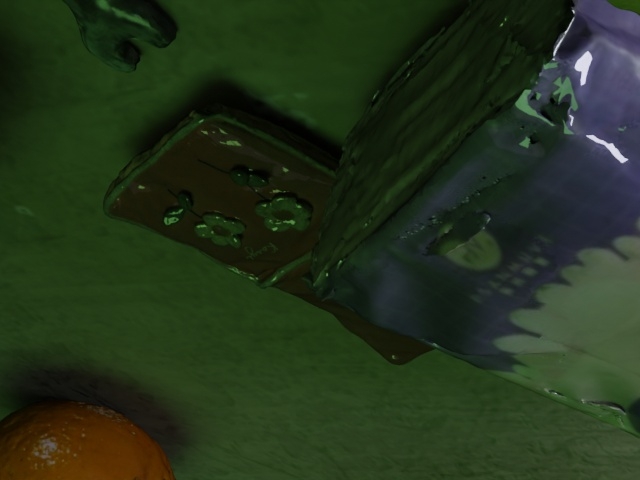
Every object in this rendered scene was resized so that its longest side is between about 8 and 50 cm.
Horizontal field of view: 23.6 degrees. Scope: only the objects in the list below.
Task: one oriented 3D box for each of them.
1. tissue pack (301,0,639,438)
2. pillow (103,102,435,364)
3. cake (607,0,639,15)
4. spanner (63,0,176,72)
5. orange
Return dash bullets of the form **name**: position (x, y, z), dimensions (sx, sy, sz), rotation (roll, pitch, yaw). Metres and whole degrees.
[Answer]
- **tissue pack**: position (0.196, 0.005, 0.709), dimensions (0.343, 0.125, 0.242), rotation (23, 147, -15)
- **pillow**: position (0.000, 0.000, 0.873), dimensions (0.232, 0.043, 0.126), rotation (30, 146, -22)
- **cake**: position (0.176, -0.170, 0.344), dimensions (0.222, 0.227, 0.286), rotation (24, 148, -11)
- **spanner**: position (-0.160, -0.163, 0.717), dimensions (0.054, 0.015, 0.254), rotation (-9, 140, 39)
- **orange**: position (-0.207, 0.209, 1.173), dimensions (0.161, 0.193, 0.193), rotation (38, 151, 13)
